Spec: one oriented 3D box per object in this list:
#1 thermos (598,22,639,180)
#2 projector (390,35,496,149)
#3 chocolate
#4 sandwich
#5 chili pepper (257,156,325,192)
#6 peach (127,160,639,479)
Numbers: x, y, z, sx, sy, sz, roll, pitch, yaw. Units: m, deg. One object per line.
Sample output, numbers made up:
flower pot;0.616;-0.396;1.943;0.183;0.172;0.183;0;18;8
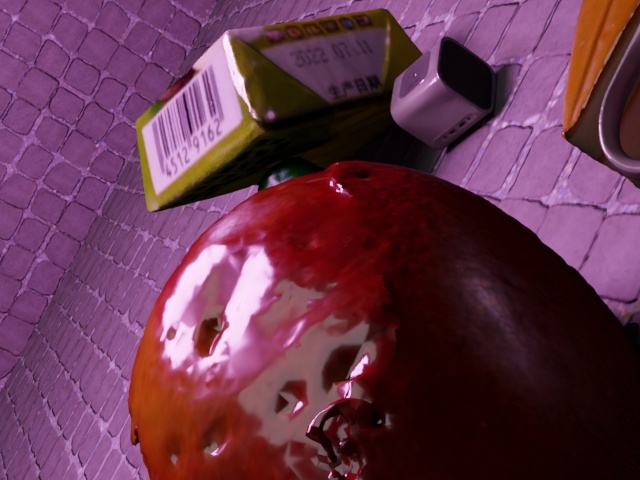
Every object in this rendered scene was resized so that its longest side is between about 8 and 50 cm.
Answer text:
thermos;0.290;-0.128;0.694;0.176;0.146;0.265;16;85;45
projector;0.137;-0.163;1.144;0.082;0.083;0.083;-37;32;44
chocolate;-0.053;-0.161;1.277;0.301;0.289;0.137;-27;83;52
sandwich;0.277;-0.150;0.778;0.144;0.117;0.187;-36;31;51
chili pepper;0.000;0.000;1.137;0.174;0.165;0.261;-46;22;4
peach;0.059;0.155;0.696;0.416;0.353;0.339;45;118;25
